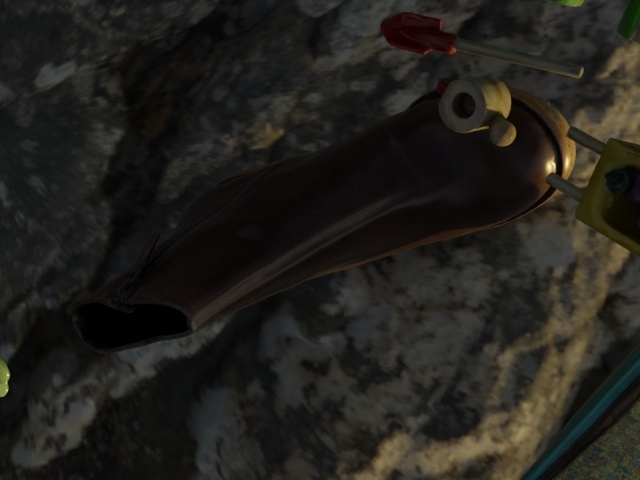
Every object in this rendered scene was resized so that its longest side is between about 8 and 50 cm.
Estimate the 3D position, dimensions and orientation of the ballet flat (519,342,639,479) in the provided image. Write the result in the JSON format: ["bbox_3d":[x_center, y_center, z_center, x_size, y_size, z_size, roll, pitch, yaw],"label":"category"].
[{"bbox_3d":[0.133,0.183,0.773,0.123,0.123,0.348,40,104,-14],"label":"ballet flat"}]

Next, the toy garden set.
[{"bbox_3d":[0.125,-0.108,0.626,0.244,0.049,0.204,32,116,25],"label":"toy garden set"}]

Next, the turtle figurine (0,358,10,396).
[{"bbox_3d":[-0.319,0.171,0.957,0.274,0.266,0.198,21,104,12],"label":"turtle figurine"}]

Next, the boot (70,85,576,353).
[{"bbox_3d":[0.000,0.000,0.749,0.207,0.248,0.090,-38,109,-40],"label":"boot"}]
